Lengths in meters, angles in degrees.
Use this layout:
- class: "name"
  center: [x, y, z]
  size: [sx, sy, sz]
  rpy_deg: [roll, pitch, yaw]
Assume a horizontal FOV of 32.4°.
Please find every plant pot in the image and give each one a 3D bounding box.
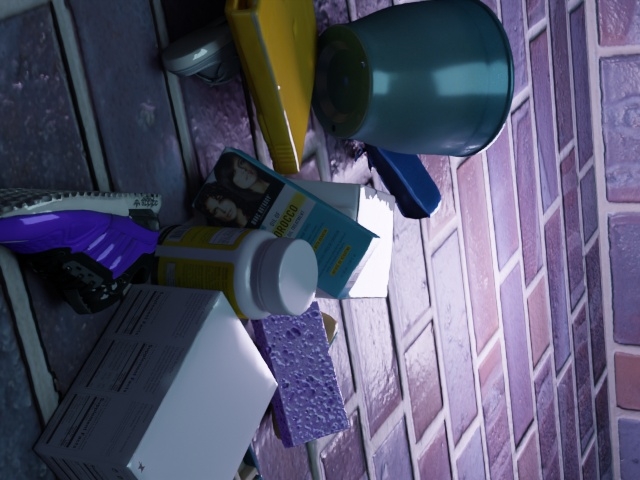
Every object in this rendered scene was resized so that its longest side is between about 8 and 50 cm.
- class: "plant pot"
  center: [0.131, -0.261, 1.799]
  size: [0.255, 0.272, 0.271]
  rpy_deg: [-8, 102, -32]

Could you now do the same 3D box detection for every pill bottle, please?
- class: "pill bottle"
  center: [-0.117, 0.042, 1.449]
  size: [0.119, 0.209, 0.119]
  rpy_deg: [-12, 103, -60]

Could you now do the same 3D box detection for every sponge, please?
- class: "sponge"
  center: [-0.030, 0.205, 1.702]
  size: [0.117, 0.031, 0.210]
  rpy_deg: [-8, 79, -39]

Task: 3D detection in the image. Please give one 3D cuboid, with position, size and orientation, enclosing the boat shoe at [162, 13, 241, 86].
- class: "boat shoe"
  center: [-0.135, -0.256, 1.519]
  size: [0.227, 0.079, 0.081]
  rpy_deg: [-47, 128, -54]

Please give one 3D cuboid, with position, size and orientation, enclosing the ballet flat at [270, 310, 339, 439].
- class: "ballet flat"
  center: [-0.042, 0.207, 1.768]
  size: [0.073, 0.080, 0.232]
  rpy_deg: [40, 51, -22]

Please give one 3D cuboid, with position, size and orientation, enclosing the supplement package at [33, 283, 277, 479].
- class: "supplement package"
  center: [-0.196, 0.220, 1.393]
  size: [0.261, 0.145, 0.204]
  rpy_deg: [-63, 143, -35]

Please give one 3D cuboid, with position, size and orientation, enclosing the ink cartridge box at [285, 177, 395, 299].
- class: "ink cartridge box"
  center: [0.000, 0.000, 1.654]
  size: [0.233, 0.171, 0.168]
  rpy_deg: [10, 85, -73]

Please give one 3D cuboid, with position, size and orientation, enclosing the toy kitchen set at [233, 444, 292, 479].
- class: "toy kitchen set"
  center: [-0.068, 0.306, 1.610]
  size: [0.122, 0.166, 0.207]
  rpy_deg: [-52, 136, -45]

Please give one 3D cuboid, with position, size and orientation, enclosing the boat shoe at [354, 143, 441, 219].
- class: "boat shoe"
  center: [0.113, -0.143, 1.963]
  size: [0.109, 0.089, 0.258]
  rpy_deg: [-32, 98, -40]

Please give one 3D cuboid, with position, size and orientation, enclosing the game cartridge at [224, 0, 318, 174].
- class: "game cartridge"
  center: [-0.060, -0.301, 1.573]
  size: [0.323, 0.053, 0.285]
  rpy_deg: [78, 16, -53]

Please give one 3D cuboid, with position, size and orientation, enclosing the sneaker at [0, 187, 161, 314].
- class: "sneaker"
  center: [-0.279, 0.015, 1.264]
  size: [0.293, 0.102, 0.146]
  rpy_deg: [-3, 96, -61]

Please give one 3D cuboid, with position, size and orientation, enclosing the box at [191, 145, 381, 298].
- class: "box"
  center: [-0.047, -0.026, 1.512]
  size: [0.100, 0.244, 0.060]
  rpy_deg: [-60, 167, 6]
